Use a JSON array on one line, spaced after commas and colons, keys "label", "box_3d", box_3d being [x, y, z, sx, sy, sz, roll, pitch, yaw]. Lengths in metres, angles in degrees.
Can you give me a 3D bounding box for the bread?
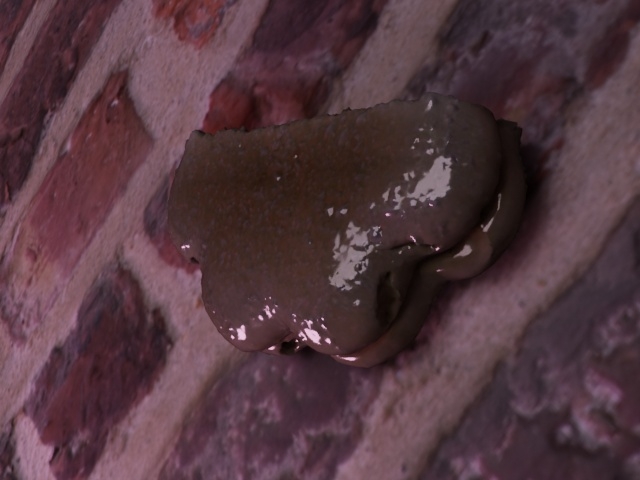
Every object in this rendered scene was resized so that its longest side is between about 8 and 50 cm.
[{"label": "bread", "box_3d": [-0.003, -0.003, 0.736, 0.337, 0.102, 0.183, -2, 72, 47]}]
